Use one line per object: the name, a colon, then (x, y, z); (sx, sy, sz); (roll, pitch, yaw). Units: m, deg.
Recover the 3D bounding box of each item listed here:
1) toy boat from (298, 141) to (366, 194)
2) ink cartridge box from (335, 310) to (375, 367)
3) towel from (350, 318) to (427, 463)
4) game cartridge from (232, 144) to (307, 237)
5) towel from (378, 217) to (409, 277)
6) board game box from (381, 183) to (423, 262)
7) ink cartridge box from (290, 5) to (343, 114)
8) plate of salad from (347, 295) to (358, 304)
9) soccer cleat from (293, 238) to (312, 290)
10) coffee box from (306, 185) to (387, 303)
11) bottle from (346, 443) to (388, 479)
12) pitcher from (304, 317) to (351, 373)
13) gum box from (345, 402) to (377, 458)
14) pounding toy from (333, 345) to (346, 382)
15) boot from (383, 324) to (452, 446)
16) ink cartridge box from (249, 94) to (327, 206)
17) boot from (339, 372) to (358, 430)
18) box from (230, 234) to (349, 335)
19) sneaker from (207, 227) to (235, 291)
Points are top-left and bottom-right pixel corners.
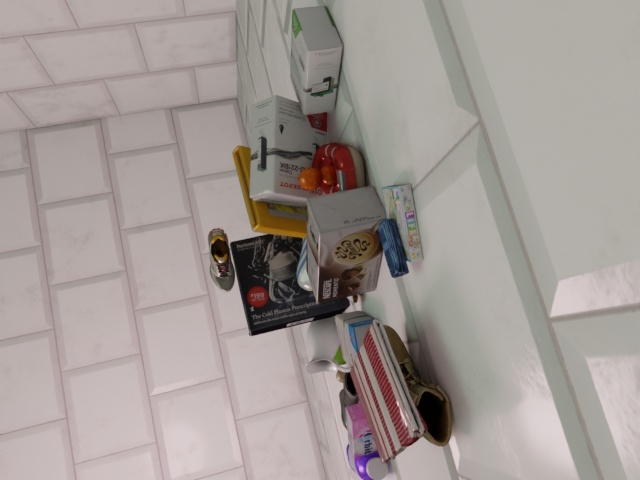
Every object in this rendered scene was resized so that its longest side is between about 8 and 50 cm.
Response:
toy boat: (0.017, -0.168, 1.334); (0.231, 0.151, 0.150); (-134, 34, -69)
ink cartridge box: (0.116, 0.294, 1.495); (0.203, 0.086, 0.148); (-167, 66, -78)
towel: (0.136, 0.333, 1.116); (0.329, 0.037, 0.236); (99, 153, -58)
game cartridge: (-0.096, -0.141, 1.579); (0.053, 0.324, 0.285); (-40, 58, 39)
towel: (0.147, 0.017, 1.065); (0.067, 0.029, 0.119); (119, 138, -74)
board game box: (0.166, -0.037, 1.060); (0.103, 0.026, 0.153); (-157, 56, -77)
ink cartridge box: (-0.017, -0.461, 1.341); (0.219, 0.093, 0.160); (98, 157, -60)
plate of salad: (0.082, 0.097, 1.561); (0.200, 0.048, 0.199); (165, 90, -89)
soccer cleat: (0.000, 0.000, 1.675); (0.143, 0.116, 0.330); (-9, 73, 45)
coffee box: (0.057, 0.018, 1.295); (0.297, 0.168, 0.118); (93, 161, -51)
bottle: (0.158, 0.743, 1.741); (0.283, 0.092, 0.118); (121, 135, -73)
pitcher: (0.037, 0.376, 1.858); (0.125, 0.178, 0.207); (103, 174, -45)
gum box: (0.143, 0.593, 1.620); (0.062, 0.107, 0.188); (-119, 20, -56)
pounding toy: (0.028, 0.429, 2.006); (0.183, 0.110, 0.236); (173, 85, -79)
boot: (0.191, 0.305, 1.121); (0.203, 0.095, 0.261); (124, 131, -75)
ink cartridge box: (-0.087, -0.242, 1.456); (0.114, 0.197, 0.272); (-4, 83, 46)
boot: (0.117, 0.587, 1.873); (0.208, 0.076, 0.189); (108, 147, -55)
box: (-0.114, 0.136, 1.800); (0.179, 0.344, 0.312); (111, 145, -72)
sneaker: (-0.347, 0.074, 1.784); (0.093, 0.088, 0.225); (-135, 34, -72)
